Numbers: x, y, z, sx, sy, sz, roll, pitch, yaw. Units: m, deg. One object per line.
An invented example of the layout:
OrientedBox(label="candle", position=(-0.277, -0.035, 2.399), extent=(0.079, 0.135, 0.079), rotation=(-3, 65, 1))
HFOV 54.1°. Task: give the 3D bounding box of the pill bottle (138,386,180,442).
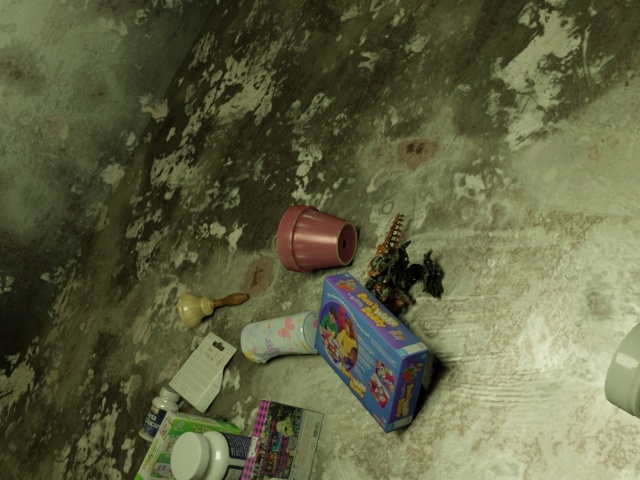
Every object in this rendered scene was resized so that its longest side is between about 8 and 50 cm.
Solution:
OrientedBox(label="pill bottle", position=(-0.532, 0.581, 2.098), extent=(0.094, 0.094, 0.169), rotation=(17, 82, 47))

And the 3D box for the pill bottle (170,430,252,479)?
OrientedBox(label="pill bottle", position=(-0.264, 0.602, 1.705), extent=(0.153, 0.265, 0.153), rotation=(-22, 56, 35))

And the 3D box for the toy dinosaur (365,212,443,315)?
OrientedBox(label="toy dinosaur", position=(0.179, 0.087, 1.638), extent=(0.218, 0.164, 0.321), rotation=(-16, 81, 58))

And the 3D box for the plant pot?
OrientedBox(label="plant pot", position=(0.000, 0.000, 1.829), extent=(0.180, 0.201, 0.201), rotation=(6, 73, 29))

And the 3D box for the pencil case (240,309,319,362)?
OrientedBox(label="pencil case", position=(-0.111, 0.283, 1.834), extent=(0.273, 0.113, 0.124), rotation=(-18, 68, 37))

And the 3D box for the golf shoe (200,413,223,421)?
OrientedBox(label="golf shoe", position=(-0.355, 0.601, 1.938), extent=(0.198, 0.077, 0.093), rotation=(-44, 48, 38))

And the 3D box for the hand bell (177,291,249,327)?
OrientedBox(label="hand bell", position=(-0.349, 0.212, 2.123), extent=(0.242, 0.126, 0.126), rotation=(-15, 59, 25))

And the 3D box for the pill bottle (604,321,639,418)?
OrientedBox(label="pill bottle", position=(0.673, 0.277, 1.014), extent=(0.361, 0.204, 0.204), rotation=(28, 90, 47))

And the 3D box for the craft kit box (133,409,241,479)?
OrientedBox(label="craft kit box", position=(-0.384, 0.632, 1.818), extent=(0.061, 0.250, 0.246), rotation=(27, 89, 49))

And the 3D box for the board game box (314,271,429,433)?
OrientedBox(label="board game box", position=(0.114, 0.269, 1.567), extent=(0.347, 0.078, 0.233), rotation=(44, 135, 46))

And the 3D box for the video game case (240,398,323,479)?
OrientedBox(label="video game case", position=(-0.096, 0.542, 1.616), extent=(0.042, 0.210, 0.232), rotation=(-1, 70, 44))

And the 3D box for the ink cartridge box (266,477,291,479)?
OrientedBox(label="ink cartridge box", position=(-0.101, 0.744, 1.506), extent=(0.131, 0.226, 0.306), rotation=(37, 98, 47))

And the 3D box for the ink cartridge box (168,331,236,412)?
OrientedBox(label="ink cartridge box", position=(-0.378, 0.431, 2.077), extent=(0.181, 0.056, 0.224), rotation=(20, 66, 47))
